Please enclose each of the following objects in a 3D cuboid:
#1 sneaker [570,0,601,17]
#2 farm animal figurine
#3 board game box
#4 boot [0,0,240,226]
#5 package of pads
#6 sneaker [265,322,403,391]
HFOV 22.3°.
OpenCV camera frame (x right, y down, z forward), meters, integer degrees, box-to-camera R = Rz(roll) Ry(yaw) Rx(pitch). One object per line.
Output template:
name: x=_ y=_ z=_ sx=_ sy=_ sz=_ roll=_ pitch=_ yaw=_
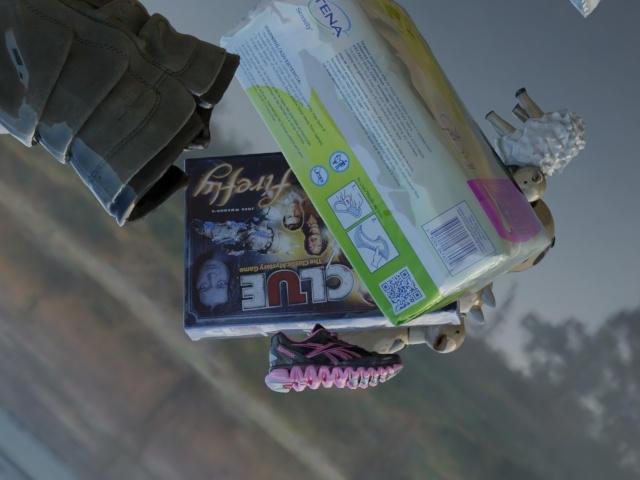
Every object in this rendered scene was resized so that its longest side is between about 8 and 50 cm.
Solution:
sneaker: x=0.253 y=-0.286 z=1.400 sx=0.102 sy=0.146 sz=0.293 roll=51 pitch=-174 yaw=6
farm animal figurine: x=0.140 y=0.026 z=1.781 sx=0.172 sy=0.327 sz=0.330 roll=50 pitch=147 yaw=18
board game box: x=0.000 y=0.000 z=1.456 sx=0.243 sy=0.165 sz=0.042 roll=-4 pitch=160 yaw=7
boot: x=-0.131 y=-0.060 z=0.651 sx=0.161 sy=0.246 sz=0.083 roll=36 pitch=128 yaw=2
package of pads: x=0.054 y=-0.068 z=1.139 sx=0.229 sy=0.101 sz=0.296 roll=58 pitch=-168 yaw=5
sneaker: x=0.011 y=0.096 z=1.375 sx=0.119 sy=0.057 sz=0.047 roll=-1 pitch=157 yaw=-13
